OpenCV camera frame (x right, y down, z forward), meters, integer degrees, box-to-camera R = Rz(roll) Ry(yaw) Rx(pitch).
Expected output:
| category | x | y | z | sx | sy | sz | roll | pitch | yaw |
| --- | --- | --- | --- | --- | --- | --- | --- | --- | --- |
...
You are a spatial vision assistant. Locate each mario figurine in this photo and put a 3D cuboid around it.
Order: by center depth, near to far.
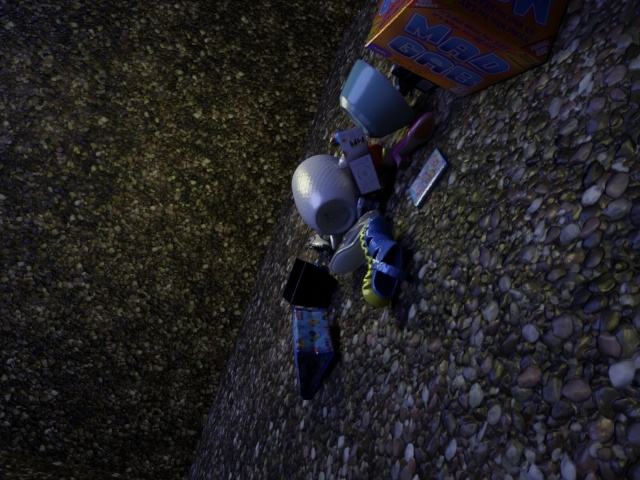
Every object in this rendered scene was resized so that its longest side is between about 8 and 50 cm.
| category | x | y | z | sx | sy | sz | roll | pitch | yaw |
| --- | --- | --- | --- | --- | --- | --- | --- | --- | --- |
| mario figurine | 0.156 | -0.353 | 1.905 | 0.198 | 0.170 | 0.320 | -31 | 43 | -4 |

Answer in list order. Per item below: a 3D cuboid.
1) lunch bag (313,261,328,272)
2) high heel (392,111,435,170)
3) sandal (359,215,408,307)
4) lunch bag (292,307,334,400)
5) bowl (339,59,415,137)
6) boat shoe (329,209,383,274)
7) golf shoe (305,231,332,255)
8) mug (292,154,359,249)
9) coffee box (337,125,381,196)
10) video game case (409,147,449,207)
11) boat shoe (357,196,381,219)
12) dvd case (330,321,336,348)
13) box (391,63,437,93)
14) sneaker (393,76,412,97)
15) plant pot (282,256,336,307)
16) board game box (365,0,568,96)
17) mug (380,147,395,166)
| category | x | y | z | sx | sy | sz | roll | pitch | yaw |
| --- | --- | --- | --- | --- | --- | --- | --- | --- | --- |
| lunch bag | -0.012 | 0.139 | 2.060 | 0.067 | 0.065 | 0.098 | -69 | 16 | -1 |
| high heel | 0.323 | -0.369 | 1.571 | 0.244 | 0.082 | 0.117 | 109 | 161 | -47 |
| sandal | 0.205 | 0.045 | 1.382 | 0.138 | 0.126 | 0.317 | -48 | 34 | 44 |
| lunch bag | -0.049 | 0.437 | 1.689 | 0.220 | 0.138 | 0.292 | -99 | 17 | -55 |
| bowl | 0.193 | -0.505 | 1.686 | 0.163 | 0.312 | 0.311 | -46 | 20 | 8 |
| boat shoe | 0.137 | 0.011 | 1.661 | 0.305 | 0.109 | 0.091 | -50 | 23 | 34 |
| golf shoe | 0.000 | 0.000 | 2.141 | 0.120 | 0.105 | 0.273 | -62 | 16 | -3 |
| mug | 0.041 | -0.135 | 1.900 | 0.328 | 0.277 | 0.373 | -107 | 5 | -57 |
| coffee box | 0.152 | -0.293 | 1.703 | 0.141 | 0.098 | 0.246 | -8 | -99 | -80 |
| video game case | 0.339 | -0.198 | 1.413 | 0.119 | 0.015 | 0.166 | -94 | 29 | -56 |
| boat shoe | 0.190 | -0.112 | 1.729 | 0.183 | 0.083 | 0.065 | 59 | -132 | -75 |
| dvd case | 0.033 | 0.380 | 1.697 | 0.087 | 0.013 | 0.119 | -60 | 19 | 28 |
| box | 0.389 | -0.649 | 1.551 | 0.141 | 0.164 | 0.247 | -68 | 15 | -11 |
| sneaker | 0.370 | -0.701 | 1.831 | 0.118 | 0.083 | 0.221 | -29 | 41 | 66 |
| plant pot | -0.040 | 0.191 | 1.901 | 0.188 | 0.167 | 0.187 | -169 | 99 | -75 |
| board game box | 0.393 | -0.658 | 1.189 | 0.356 | 0.357 | 0.355 | -164 | 94 | -75 |
| mug | 0.267 | -0.319 | 1.744 | 0.078 | 0.062 | 0.064 | 81 | -161 | -83 |
